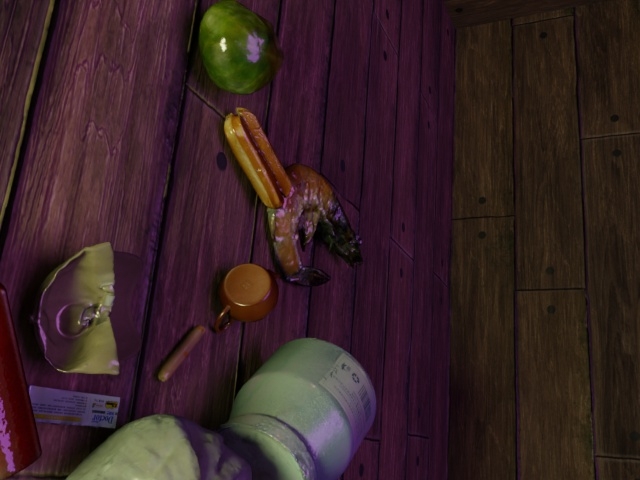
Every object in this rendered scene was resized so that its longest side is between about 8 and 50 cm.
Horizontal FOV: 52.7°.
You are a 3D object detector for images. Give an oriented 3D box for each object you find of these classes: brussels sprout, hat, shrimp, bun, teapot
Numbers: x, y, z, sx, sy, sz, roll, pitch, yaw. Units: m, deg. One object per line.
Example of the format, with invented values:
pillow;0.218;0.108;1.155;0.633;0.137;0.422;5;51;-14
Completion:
brussels sprout;-0.147;-0.346;1.181;0.180;0.144;0.162;15;38;-53
hat;-0.309;0.093;0.870;0.173;0.144;0.167;161;-72;-69
shrimp;0.000;0.000;1.536;0.445;0.085;0.272;41;55;-54
bun;-0.188;0.408;0.842;0.354;0.194;0.355;36;42;-41
teapot;-0.135;0.109;1.200;0.173;0.116;0.116;-45;133;-25

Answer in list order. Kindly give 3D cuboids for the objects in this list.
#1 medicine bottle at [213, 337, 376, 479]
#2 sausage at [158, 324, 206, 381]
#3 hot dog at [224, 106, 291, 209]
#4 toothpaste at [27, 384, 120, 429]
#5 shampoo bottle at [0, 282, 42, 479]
medicine bottle;-0.056;0.343;1.171;0.290;0.244;0.245;-35;119;-60
sausage;-0.228;0.184;1.062;0.132;0.024;0.024;-55;135;-54
hot dog;-0.123;-0.154;1.288;0.092;0.062;0.236;-60;135;-44
toothpaste;-0.325;0.215;0.828;0.164;0.034;0.046;36;54;-60
shampoo bottle;-0.374;0.126;0.689;0.102;0.064;0.261;-16;102;-44
